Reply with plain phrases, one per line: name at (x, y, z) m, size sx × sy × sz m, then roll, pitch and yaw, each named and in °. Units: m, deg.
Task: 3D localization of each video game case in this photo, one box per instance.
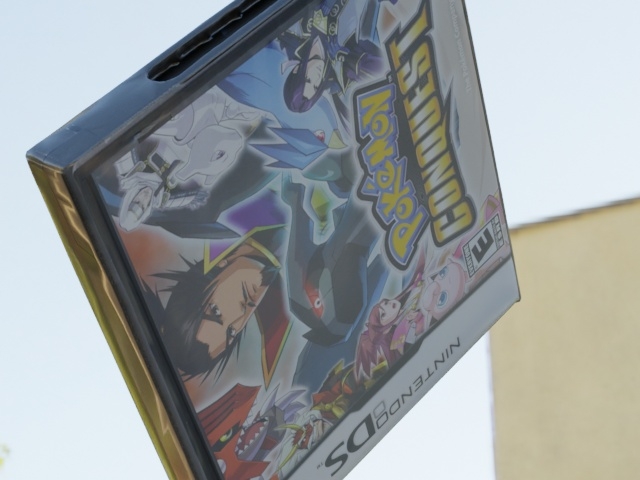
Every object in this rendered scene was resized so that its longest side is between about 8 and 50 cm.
video game case at (0.000, 0.000, 0.698) m, size 0.035 × 0.248 × 0.275 m, roll 23°, pitch -38°, yaw 39°
